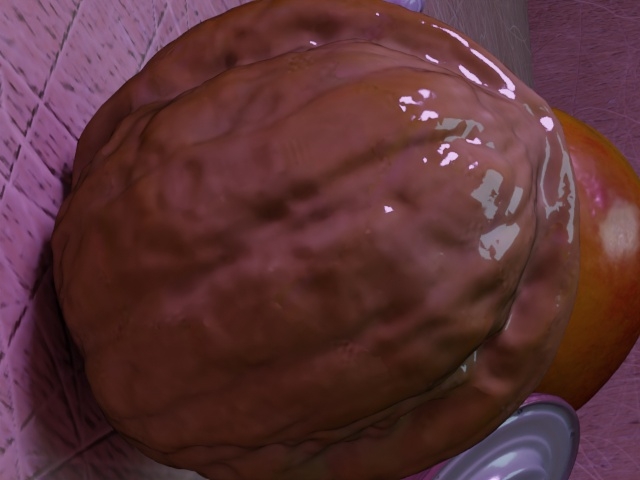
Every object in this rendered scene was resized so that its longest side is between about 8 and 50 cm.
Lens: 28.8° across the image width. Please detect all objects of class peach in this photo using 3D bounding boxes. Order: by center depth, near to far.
[{"bbox_3d":[0.178,0.039,1.175,0.289,0.289,0.308,-16,96,-74],"label":"peach"}]

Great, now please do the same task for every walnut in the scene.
[{"bbox_3d":[0.000,0.000,0.609,0.224,0.257,0.257,-15,96,-73],"label":"walnut"}]

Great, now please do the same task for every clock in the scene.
[{"bbox_3d":[0.132,0.231,1.059,0.244,0.056,0.244,-29,138,-30],"label":"clock"}]

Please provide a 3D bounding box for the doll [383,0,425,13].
[{"bbox_3d":[0.031,-0.295,1.118,0.151,0.151,0.287,-79,162,-50],"label":"doll"}]
